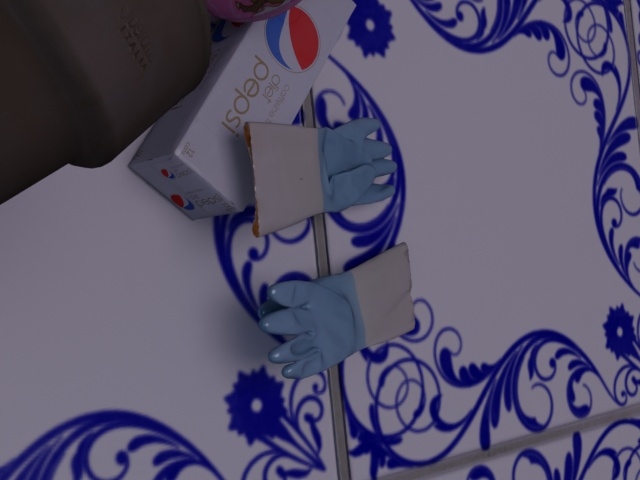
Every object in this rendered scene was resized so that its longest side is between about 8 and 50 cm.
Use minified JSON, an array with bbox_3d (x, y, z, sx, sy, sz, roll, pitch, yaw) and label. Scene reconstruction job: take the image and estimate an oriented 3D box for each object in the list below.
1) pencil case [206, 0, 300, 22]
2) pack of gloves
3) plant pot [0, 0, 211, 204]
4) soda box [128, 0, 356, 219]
[{"bbox_3d":[-0.133,-0.306,0.662,0.160,0.167,0.386,-45,132,8],"label":"pencil case"},{"bbox_3d":[0.000,0.000,0.836,0.232,0.046,0.195,-14,99,-59],"label":"pack of gloves"},{"bbox_3d":[-0.251,-0.085,0.395,0.280,0.323,0.323,-49,116,-15],"label":"plant pot"},{"bbox_3d":[-0.057,-0.124,0.803,0.074,0.069,0.216,41,61,-29],"label":"soda box"}]
